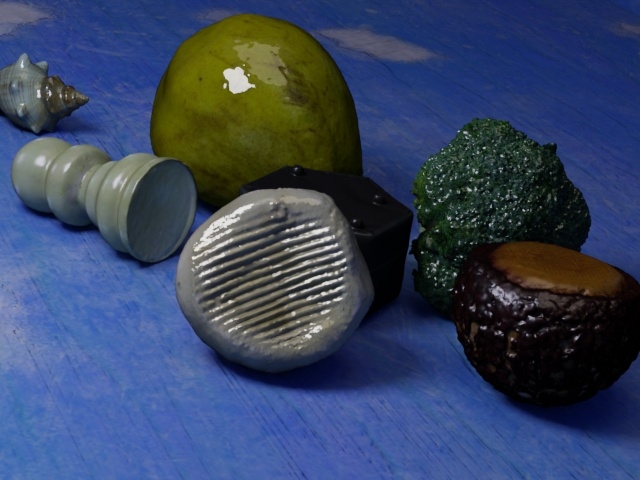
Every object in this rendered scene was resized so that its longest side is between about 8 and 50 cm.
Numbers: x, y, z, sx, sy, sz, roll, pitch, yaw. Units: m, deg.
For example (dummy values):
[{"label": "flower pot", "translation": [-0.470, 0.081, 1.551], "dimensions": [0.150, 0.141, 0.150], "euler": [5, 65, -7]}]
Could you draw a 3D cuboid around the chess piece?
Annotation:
[{"label": "chess piece", "translation": [-0.305, -0.068, 1.972], "dimensions": [0.251, 0.144, 0.144], "euler": [17, 24, 31]}]

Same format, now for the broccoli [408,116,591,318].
[{"label": "broccoli", "translation": [0.210, -0.013, 1.968], "dimensions": [0.254, 0.269, 0.269], "euler": [54, 27, -6]}]

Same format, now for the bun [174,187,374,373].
[{"label": "bun", "translation": [-0.053, 0.051, 1.724], "dimensions": [0.231, 0.231, 0.133], "euler": [8, -9, -3]}]

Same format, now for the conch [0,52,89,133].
[{"label": "conch", "translation": [-0.457, -0.237, 2.314], "dimensions": [0.234, 0.114, 0.137], "euler": [23, 13, 41]}]

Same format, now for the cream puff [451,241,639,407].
[{"label": "cream puff", "translation": [0.267, 0.099, 1.746], "dimensions": [0.239, 0.164, 0.239], "euler": [9, 19, -3]}]

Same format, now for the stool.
[{"label": "stool", "translation": [0.000, 0.000, 1.899], "dimensions": [0.232, 0.141, 0.232], "euler": [8, 23, -3]}]

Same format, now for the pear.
[{"label": "pear", "translation": [-0.077, -0.158, 2.086], "dimensions": [0.287, 0.287, 0.375], "euler": [-16, 56, -45]}]
